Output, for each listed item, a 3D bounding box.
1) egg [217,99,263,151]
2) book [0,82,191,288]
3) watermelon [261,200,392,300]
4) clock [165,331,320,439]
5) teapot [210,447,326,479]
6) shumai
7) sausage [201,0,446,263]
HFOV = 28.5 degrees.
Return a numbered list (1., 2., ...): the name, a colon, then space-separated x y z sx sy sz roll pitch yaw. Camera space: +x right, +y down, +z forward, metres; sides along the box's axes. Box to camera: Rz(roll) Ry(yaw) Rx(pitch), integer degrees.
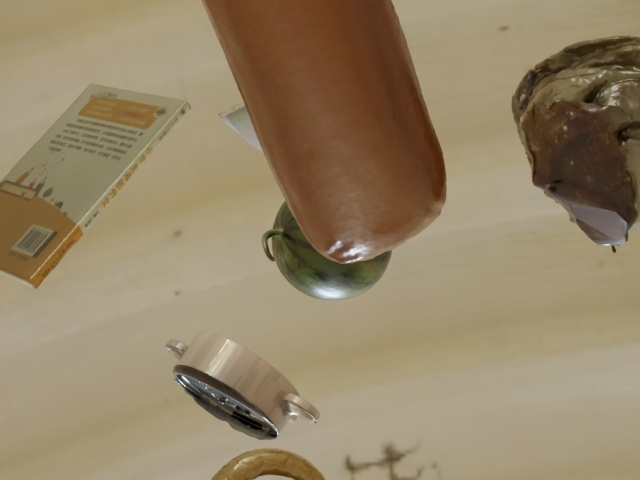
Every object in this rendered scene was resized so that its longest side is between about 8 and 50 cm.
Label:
1. egg: 0.027 -0.175 1.639 0.271 0.206 0.162 -44 -74 -40
2. book: -0.313 -0.077 1.541 0.295 0.208 0.020 -52 -49 -21
3. watermelon: 0.005 -0.002 1.010 0.109 0.109 0.109 -5 -90 -72
4. clock: -0.102 0.179 1.510 0.063 0.229 0.155 -54 -31 -22
5. teapot: -0.095 0.294 0.933 0.203 0.167 0.311 -135 68 -78
6. shumai: 0.222 -0.054 0.911 0.120 0.201 0.201 -64 -32 -30
7. sausage: -0.002 -0.110 0.750 0.105 0.105 0.274 -70 -36 -52
